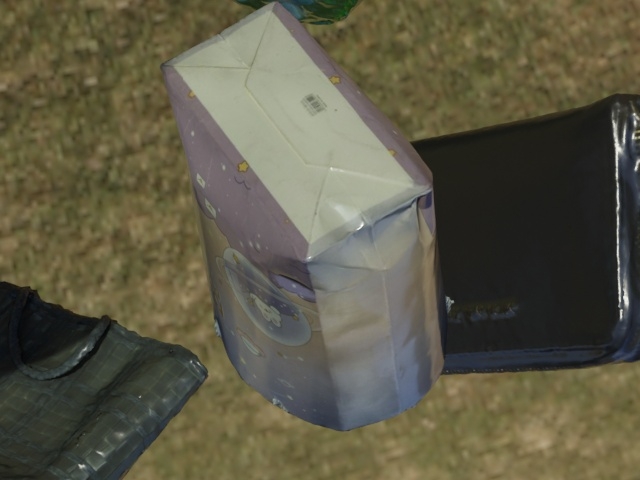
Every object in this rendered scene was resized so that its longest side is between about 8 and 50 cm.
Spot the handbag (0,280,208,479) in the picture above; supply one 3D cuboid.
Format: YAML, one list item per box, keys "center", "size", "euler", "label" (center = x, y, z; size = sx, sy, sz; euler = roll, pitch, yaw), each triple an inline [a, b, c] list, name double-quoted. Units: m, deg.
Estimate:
- center: [-0.212, 0.107, 1.115]
  size: [0.270, 0.175, 0.089]
  euler: [16, 147, 36]
  label: "handbag"

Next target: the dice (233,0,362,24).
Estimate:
- center: [-0.017, -0.230, 1.187]
  size: [0.131, 0.120, 0.128]
  euler: [21, 162, -15]
  label: "dice"

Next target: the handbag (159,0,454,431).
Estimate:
- center: [0.000, 0.000, 0.669]
  size: [0.095, 0.117, 0.173]
  euler: [-28, 148, -13]
  label: "handbag"

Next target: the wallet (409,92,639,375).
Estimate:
- center: [0.099, 0.004, 0.964]
  size: [0.044, 0.149, 0.250]
  euler: [6, 173, -37]
  label: "wallet"
